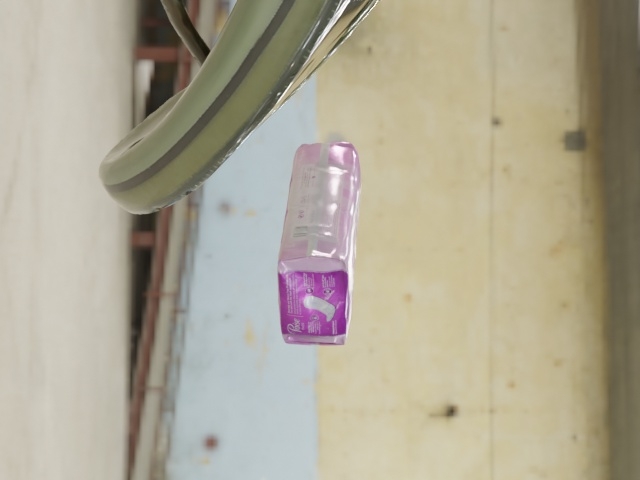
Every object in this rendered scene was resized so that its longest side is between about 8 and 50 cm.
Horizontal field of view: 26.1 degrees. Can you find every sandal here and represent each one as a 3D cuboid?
[{"bbox_3d":[-0.004,-0.122,0.402,0.120,0.086,0.303,-49,175,-43],"label":"sandal"}]

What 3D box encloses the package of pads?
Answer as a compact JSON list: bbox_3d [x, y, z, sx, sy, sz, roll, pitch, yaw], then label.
[{"bbox_3d":[0.000,0.000,0.592,0.083,0.032,0.050,-83,173,-50],"label":"package of pads"}]
